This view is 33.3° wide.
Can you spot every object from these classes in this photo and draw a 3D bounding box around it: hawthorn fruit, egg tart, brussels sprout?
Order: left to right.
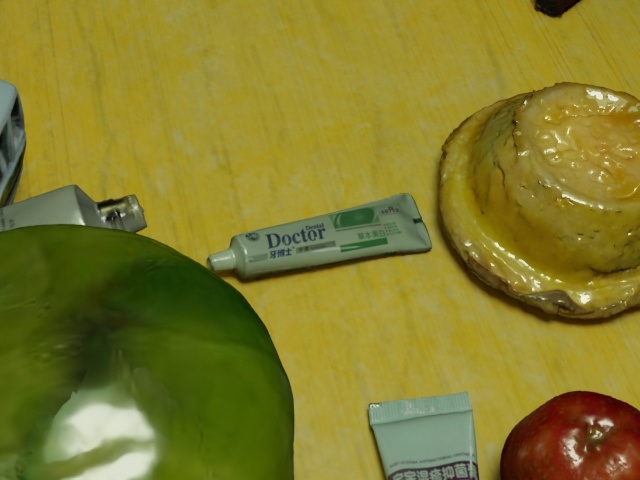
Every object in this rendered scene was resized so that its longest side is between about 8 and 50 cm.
[{"bbox_3d":[-0.171,0.151,0.699,0.344,0.268,0.344,-8,56,11],"label":"brussels sprout"},{"bbox_3d":[0.246,-0.056,1.028,0.288,0.118,0.288,4,55,-6],"label":"egg tart"},{"bbox_3d":[0.202,0.176,0.809,0.132,0.138,0.133,3,51,-4],"label":"hawthorn fruit"}]

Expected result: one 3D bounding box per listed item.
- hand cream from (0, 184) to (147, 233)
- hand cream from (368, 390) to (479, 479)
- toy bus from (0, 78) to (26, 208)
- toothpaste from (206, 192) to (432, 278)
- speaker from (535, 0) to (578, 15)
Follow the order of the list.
[{"bbox_3d":[-0.303,0.033,0.856,0.340,0.078,0.124,-21,55,-7],"label":"hand cream"},{"bbox_3d":[0.098,0.257,0.783,0.085,0.058,0.331,-10,46,3],"label":"hand cream"},{"bbox_3d":[-0.404,-0.114,0.874,0.329,0.136,0.109,20,45,-14],"label":"toy bus"},{"bbox_3d":[0.000,0.000,0.984,0.218,0.041,0.064,-12,66,-22],"label":"toothpaste"},{"bbox_3d":[0.418,-0.338,1.302,0.329,0.198,0.259,28,90,32],"label":"speaker"}]
